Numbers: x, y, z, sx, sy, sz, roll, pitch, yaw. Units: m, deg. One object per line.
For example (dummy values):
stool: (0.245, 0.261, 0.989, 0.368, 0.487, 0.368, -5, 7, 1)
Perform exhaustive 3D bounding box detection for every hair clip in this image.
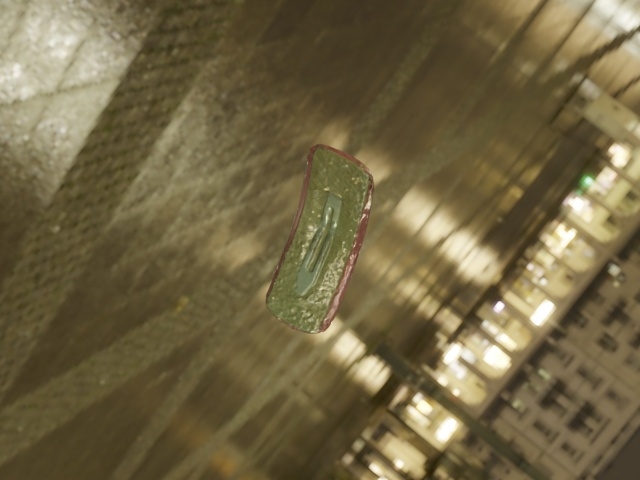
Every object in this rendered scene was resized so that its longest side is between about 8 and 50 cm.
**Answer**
hair clip: (0.000, 0.000, 0.834, 0.022, 0.054, 0.137, -34, 145, -60)
